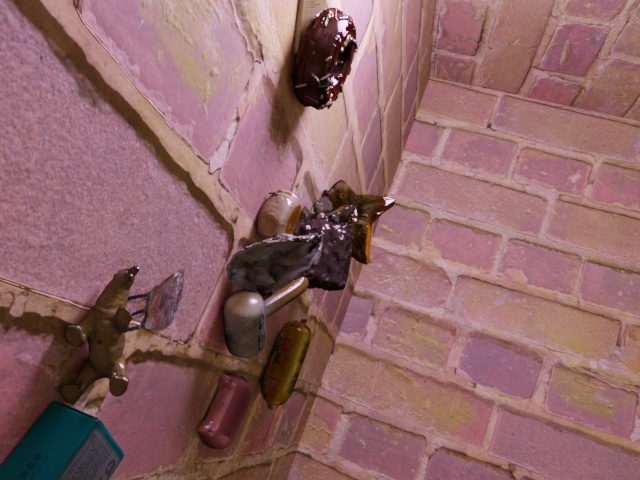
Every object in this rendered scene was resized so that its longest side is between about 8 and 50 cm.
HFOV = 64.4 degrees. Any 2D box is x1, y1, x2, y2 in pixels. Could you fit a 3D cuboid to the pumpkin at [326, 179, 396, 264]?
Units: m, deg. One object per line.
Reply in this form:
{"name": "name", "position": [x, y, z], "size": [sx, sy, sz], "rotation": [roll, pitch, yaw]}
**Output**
{"name": "pumpkin", "position": [0.100, -0.078, 1.784], "size": [0.095, 0.290, 0.258], "rotation": [37, 79, -49]}

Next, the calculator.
{"name": "calculator", "position": [-0.275, 0.524, 1.547], "size": [0.329, 0.048, 0.220], "rotation": [83, 26, -64]}

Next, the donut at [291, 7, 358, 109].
{"name": "donut", "position": [0.017, -0.467, 1.330], "size": [0.269, 0.103, 0.269], "rotation": [-61, 169, -21]}

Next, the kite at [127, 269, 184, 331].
{"name": "kite", "position": [-0.322, 0.123, 0.967], "size": [0.229, 0.016, 0.127], "rotation": [-9, 112, -78]}

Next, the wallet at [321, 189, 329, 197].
{"name": "wallet", "position": [0.041, -0.102, 2.022], "size": [0.309, 0.042, 0.165], "rotation": [15, 90, -76]}

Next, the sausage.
{"name": "sausage", "position": [-0.128, 0.446, 1.854], "size": [0.123, 0.123, 0.347], "rotation": [59, 50, -71]}

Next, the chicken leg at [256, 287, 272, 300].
{"name": "chicken leg", "position": [-0.183, 0.163, 1.468], "size": [0.093, 0.053, 0.205], "rotation": [-29, 132, -37]}

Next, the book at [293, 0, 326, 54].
{"name": "book", "position": [-0.020, -0.574, 1.287], "size": [0.168, 0.013, 0.192], "rotation": [-49, 152, -59]}

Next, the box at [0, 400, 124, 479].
{"name": "box", "position": [-0.417, 0.387, 0.752], "size": [0.153, 0.092, 0.245], "rotation": [91, 21, -46]}

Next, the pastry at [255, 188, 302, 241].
{"name": "pastry", "position": [-0.113, -0.058, 1.397], "size": [0.166, 0.088, 0.166], "rotation": [-59, 163, -31]}

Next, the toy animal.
{"name": "toy animal", "position": [-0.338, 0.150, 0.811], "size": [0.101, 0.103, 0.218], "rotation": [-86, -174, -72]}

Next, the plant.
{"name": "plant", "position": [0.000, 0.000, 1.633], "size": [0.213, 0.215, 0.312], "rotation": [59, 40, -76]}

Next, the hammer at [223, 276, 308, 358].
{"name": "hammer", "position": [-0.137, 0.179, 1.406], "size": [0.305, 0.113, 0.202], "rotation": [-35, 146, -40]}

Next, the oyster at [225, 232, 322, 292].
{"name": "oyster", "position": [-0.112, 0.040, 1.313], "size": [0.252, 0.087, 0.199], "rotation": [-50, 122, -9]}
